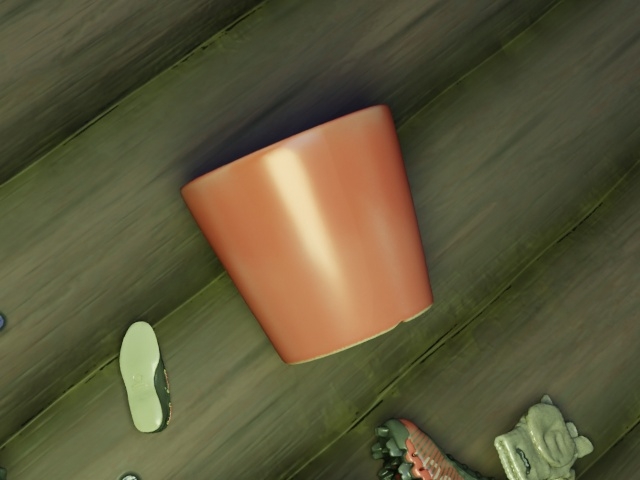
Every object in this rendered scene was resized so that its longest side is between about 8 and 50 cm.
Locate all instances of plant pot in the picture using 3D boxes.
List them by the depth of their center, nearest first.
[{"bbox_3d":[0.000,0.000,1.383,0.275,0.275,0.243,-22,92,-19],"label":"plant pot"}]

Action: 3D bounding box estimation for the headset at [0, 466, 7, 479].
[{"bbox_3d":[-0.495,0.350,1.180,0.394,0.185,0.243,-23,82,-28],"label":"headset"}]

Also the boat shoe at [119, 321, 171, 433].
[{"bbox_3d":[-0.207,0.163,1.388,0.049,0.042,0.133,-12,76,9],"label":"boat shoe"}]

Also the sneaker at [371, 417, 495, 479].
[{"bbox_3d":[0.175,0.317,1.411,0.135,0.097,0.276,-34,87,-21],"label":"sneaker"}]

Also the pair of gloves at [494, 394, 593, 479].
[{"bbox_3d":[0.301,0.317,1.429,0.204,0.042,0.240,-24,85,-55],"label":"pair of gloves"}]
